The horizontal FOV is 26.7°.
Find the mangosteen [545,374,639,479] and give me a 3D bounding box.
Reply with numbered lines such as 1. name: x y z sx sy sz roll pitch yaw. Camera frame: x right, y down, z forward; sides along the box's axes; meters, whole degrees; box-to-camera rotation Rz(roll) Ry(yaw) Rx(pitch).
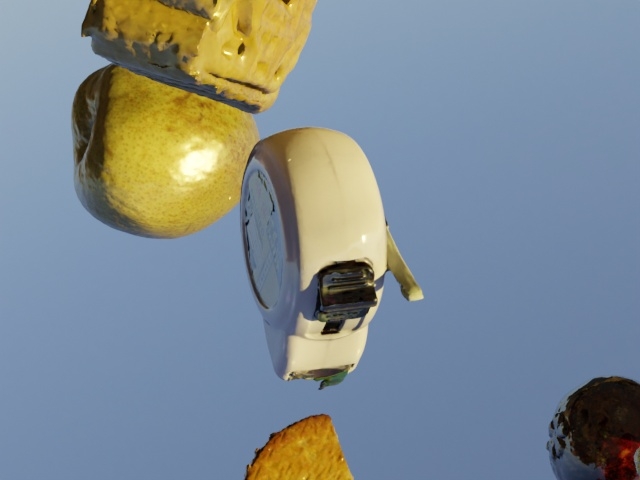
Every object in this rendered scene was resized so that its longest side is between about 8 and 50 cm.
1. mangosteen: 0.364 0.245 1.616 0.184 0.172 0.172 20 -149 7

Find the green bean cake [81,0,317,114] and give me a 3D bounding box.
1. green bean cake: -0.073 -0.223 1.069 0.131 0.224 0.230 22 -175 14

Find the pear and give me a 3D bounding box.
1. pear: -0.175 -0.103 1.545 0.211 0.188 0.228 9 -129 -25

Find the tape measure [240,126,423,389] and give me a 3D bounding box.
1. tape measure: 0.001 0.001 1.108 0.105 0.178 0.196 -5 -115 -17

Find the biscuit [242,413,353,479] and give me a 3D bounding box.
1. biscuit: -0.013 0.261 1.214 0.126 0.206 0.025 -10 157 -21

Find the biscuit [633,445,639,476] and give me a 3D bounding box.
1. biscuit: 0.398 0.173 1.263 0.121 0.199 0.040 14 -132 -32
